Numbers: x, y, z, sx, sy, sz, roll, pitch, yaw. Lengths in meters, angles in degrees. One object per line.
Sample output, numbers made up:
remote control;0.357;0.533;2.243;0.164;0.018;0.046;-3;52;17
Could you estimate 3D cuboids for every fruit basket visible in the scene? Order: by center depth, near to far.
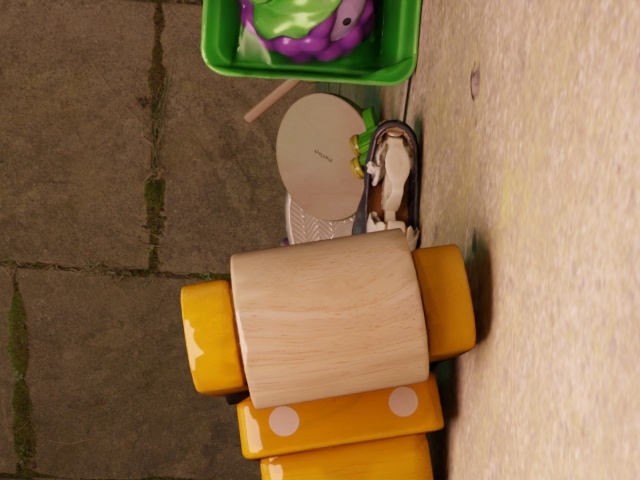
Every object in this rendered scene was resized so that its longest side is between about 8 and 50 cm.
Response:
fruit basket;-0.016;-0.354;1.083;0.392;0.283;0.391;-178;90;-81

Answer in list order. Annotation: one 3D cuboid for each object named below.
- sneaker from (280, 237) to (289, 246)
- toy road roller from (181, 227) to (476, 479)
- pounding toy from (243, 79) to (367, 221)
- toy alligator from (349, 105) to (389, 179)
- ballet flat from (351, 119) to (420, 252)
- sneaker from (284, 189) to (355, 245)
sneaker;-0.032;0.083;2.122;0.305;0.114;0.152;-95;11;-67
toy road roller;0.017;0.140;0.831;0.329;0.203;0.240;88;173;-77
pounding toy;0.024;-0.148;1.468;0.183;0.110;0.236;-45;72;39
toy alligator;0.073;-0.088;1.246;0.051;0.056;0.189;41;-146;-38
ballet flat;0.071;-0.031;1.062;0.074;0.074;0.203;119;157;-81
sneaker;0.000;0.000;1.604;0.148;0.131;0.349;-149;63;-81
